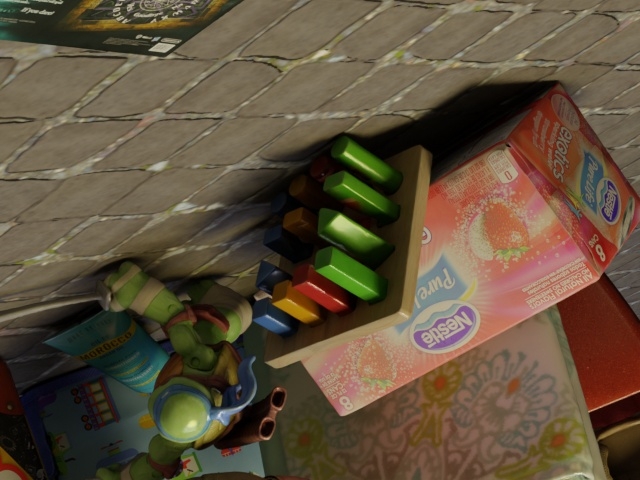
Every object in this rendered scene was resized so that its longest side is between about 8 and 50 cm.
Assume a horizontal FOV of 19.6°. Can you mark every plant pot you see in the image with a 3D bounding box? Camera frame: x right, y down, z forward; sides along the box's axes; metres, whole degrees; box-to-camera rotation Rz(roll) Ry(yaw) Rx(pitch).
[{"bbox_3d":[0.213,0.115,2.063,0.267,0.235,0.267,-21,167,-1],"label":"plant pot"}]

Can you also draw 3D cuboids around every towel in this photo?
[{"bbox_3d":[0.091,0.153,1.779,0.320,0.374,0.090,-25,141,16],"label":"towel"}]

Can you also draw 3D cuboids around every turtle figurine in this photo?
[{"bbox_3d":[-0.165,0.119,1.640,0.275,0.197,0.266,-22,-178,12],"label":"turtle figurine"}]

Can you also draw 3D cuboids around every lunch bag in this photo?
[{"bbox_3d":[-0.160,0.224,1.926,0.293,0.221,0.138,-14,164,-29],"label":"lunch bag"}]

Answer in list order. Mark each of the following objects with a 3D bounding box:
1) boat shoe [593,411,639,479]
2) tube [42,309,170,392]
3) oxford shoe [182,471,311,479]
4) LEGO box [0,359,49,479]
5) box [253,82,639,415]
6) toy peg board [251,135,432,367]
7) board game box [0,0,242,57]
[{"bbox_3d":[0.304,0.266,2.061,0.341,0.121,0.110,-33,161,3],"label":"boat shoe"},{"bbox_3d":[-0.197,0.101,1.784,0.080,0.052,0.207,-33,159,2],"label":"tube"},{"bbox_3d":[-0.145,0.293,1.685,0.146,0.140,0.397,16,145,-22],"label":"oxford shoe"},{"bbox_3d":[-0.390,0.390,1.620,0.372,0.500,0.193,-9,162,-45],"label":"LEGO box"},{"bbox_3d":[0.111,0.011,1.612,0.300,0.142,0.154,-32,-174,34],"label":"box"},{"bbox_3d":[0.000,0.000,1.516,0.079,0.161,0.161,33,142,-33],"label":"toy peg board"},{"bbox_3d":[-0.105,-0.146,1.010,0.126,0.026,0.186,-31,164,31],"label":"board game box"}]
